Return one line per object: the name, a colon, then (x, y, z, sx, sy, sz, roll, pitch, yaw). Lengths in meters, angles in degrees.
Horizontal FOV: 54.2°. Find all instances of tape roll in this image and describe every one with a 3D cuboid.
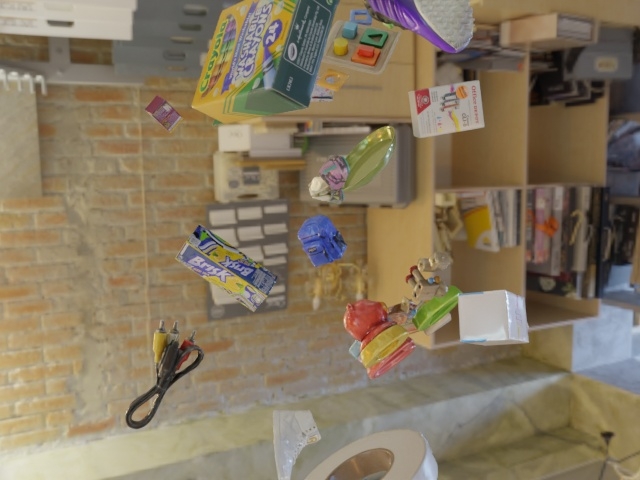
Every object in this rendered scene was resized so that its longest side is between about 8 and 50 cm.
tape roll: (0.109, 0.616, 1.575, 0.391, 0.072, 0.392, -28, -175, 3)

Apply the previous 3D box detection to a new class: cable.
cable: (-0.405, 0.356, 1.634, 0.139, 0.288, 0.072, 24, 177, -24)

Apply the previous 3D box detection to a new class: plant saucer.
plant saucer: (0.130, -0.221, 1.766, 0.037, 0.241, 0.241, 41, 170, -22)

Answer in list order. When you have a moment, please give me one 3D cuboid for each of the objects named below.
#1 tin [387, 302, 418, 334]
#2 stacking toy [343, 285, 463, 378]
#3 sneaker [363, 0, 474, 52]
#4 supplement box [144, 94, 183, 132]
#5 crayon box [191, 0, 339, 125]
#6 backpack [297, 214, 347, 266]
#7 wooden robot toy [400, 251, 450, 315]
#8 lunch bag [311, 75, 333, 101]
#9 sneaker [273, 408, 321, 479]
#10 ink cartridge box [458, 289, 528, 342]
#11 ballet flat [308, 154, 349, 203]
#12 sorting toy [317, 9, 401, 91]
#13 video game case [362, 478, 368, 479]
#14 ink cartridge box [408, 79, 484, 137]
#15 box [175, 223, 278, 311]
tin: (0.219, 0.217, 1.699, 0.106, 0.040, 0.189, 34, 146, -20)
stacking toy: (0.178, 0.182, 1.465, 0.279, 0.130, 0.309, -36, 159, -10)
sneaker: (0.160, -0.448, 1.172, 0.102, 0.293, 0.146, -39, 174, -21)
supplement box: (-0.415, -0.335, 1.658, 0.043, 0.055, 0.083, 35, 172, 37)
crayon box: (-0.119, -0.323, 1.109, 0.083, 0.203, 0.322, 21, 170, -36)
backpack: (0.000, 0.000, 1.640, 0.097, 0.120, 0.101, -18, -158, 27)
wooden robot toy: (0.226, 0.084, 1.271, 0.078, 0.173, 0.076, 3, -139, -23)
lunch bag: (0.004, -0.448, 1.878, 0.071, 0.053, 0.083, 1, 148, -3)
sneaker: (-0.080, 0.713, 2.201, 0.169, 0.108, 0.293, -2, -142, -4)
ink cartridge box: (0.328, 0.148, 1.176, 0.092, 0.090, 0.143, -9, 165, 31)
ballet flat: (0.015, -0.124, 1.359, 0.079, 0.077, 0.221, -23, 171, -6)
sorting toy: (0.098, -0.522, 1.654, 0.195, 0.348, 0.047, 14, 146, 15)
video game case: (0.112, 0.611, 1.322, 0.119, 0.166, 0.015, 35, 143, -10)
ink cartridge box: (0.340, -0.356, 1.697, 0.176, 0.128, 0.127, -10, -169, 1)
box: (-0.164, 0.048, 1.096, 0.168, 0.059, 0.054, 35, -137, -7)
